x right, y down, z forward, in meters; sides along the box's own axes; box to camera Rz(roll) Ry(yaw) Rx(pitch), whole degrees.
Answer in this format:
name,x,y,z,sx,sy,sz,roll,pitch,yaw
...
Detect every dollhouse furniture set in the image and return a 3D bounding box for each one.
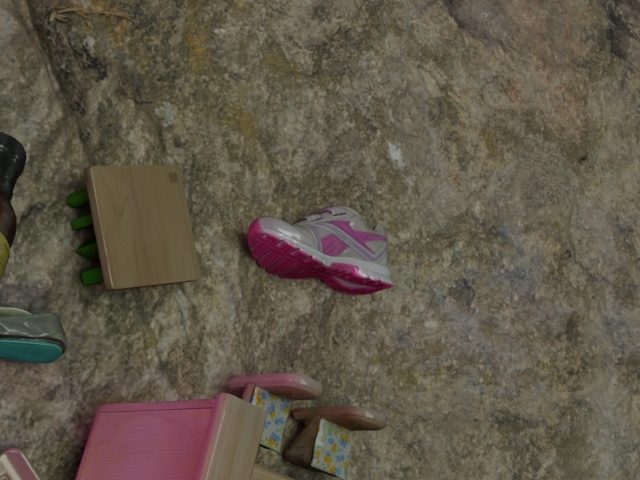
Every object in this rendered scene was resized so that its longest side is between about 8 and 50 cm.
name,x,y,z,sx,sy,sz,roll,pitch,yaw
dollhouse furniture set,-0.072,0.337,1.478,0.394,0.256,0.362,31,63,-36

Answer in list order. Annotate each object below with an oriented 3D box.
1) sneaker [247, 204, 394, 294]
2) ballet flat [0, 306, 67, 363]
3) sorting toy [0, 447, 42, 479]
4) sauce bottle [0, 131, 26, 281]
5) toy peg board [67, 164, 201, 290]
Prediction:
name,x,y,z,sx,sy,sz,roll,pitch,yaw
sneaker,0.000,0.000,1.745,0.252,0.103,0.111,19,65,-37
ballet flat,-0.415,0.111,1.452,0.213,0.072,0.068,7,48,-34
sorting toy,-0.396,0.373,1.409,0.196,0.047,0.348,-36,100,-31
sauce bottle,-0.417,0.014,1.388,0.111,0.111,0.344,33,42,-25
toy peg board,-0.256,-0.014,1.587,0.160,0.079,0.161,-5,83,-52
